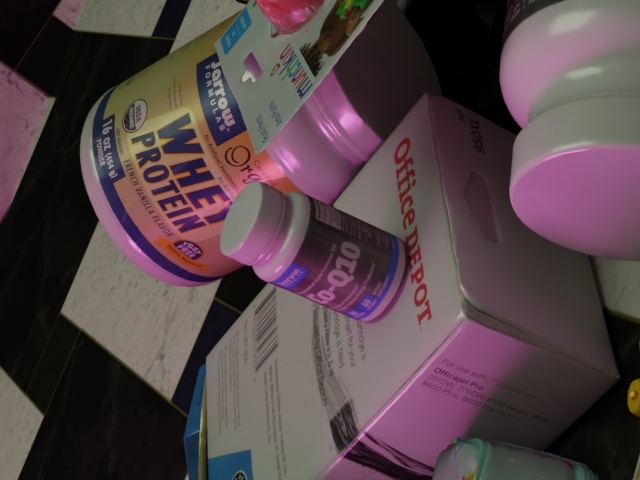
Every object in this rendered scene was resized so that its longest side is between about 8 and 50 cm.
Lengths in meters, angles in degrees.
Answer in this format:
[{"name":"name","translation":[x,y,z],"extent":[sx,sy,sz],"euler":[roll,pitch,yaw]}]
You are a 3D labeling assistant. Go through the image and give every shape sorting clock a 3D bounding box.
[{"name":"shape sorting clock","translation":[-0.108,0.218,1.659],"extent":[0.206,0.040,0.206],"euler":[-2,-90,-86]}]

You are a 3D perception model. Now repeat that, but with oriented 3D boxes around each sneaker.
[{"name":"sneaker","translation":[0.125,-0.237,1.712],"extent":[0.146,0.122,0.331],"euler":[-112,47,-81]}]

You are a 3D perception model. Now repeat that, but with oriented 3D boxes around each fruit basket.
[{"name":"fruit basket","translation":[0.026,-0.263,1.310],"extent":[0.353,0.165,0.327],"euler":[-46,22,11]}]

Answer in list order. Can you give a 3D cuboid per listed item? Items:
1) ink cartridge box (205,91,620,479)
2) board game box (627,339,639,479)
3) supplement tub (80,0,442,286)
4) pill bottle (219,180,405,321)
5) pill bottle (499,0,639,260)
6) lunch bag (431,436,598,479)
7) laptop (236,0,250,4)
[{"name":"ink cartridge box","translation":[0.063,0.112,1.432],"extent":[0.395,0.166,0.285],"euler":[-50,29,34]},{"name":"board game box","translation":[0.283,0.236,0.998],"extent":[0.390,0.050,0.390],"euler":[-7,62,64]},{"name":"supplement tub","translation":[-0.058,-0.108,1.591],"extent":[0.316,0.228,0.228],"euler":[-26,43,32]},{"name":"pill bottle","translation":[-0.007,0.007,1.293],"extent":[0.078,0.137,0.078],"euler":[-46,31,38]},{"name":"pill bottle","translation":[0.250,-0.183,1.248],"extent":[0.210,0.210,0.363],"euler":[-31,42,54]},{"name":"lunch bag","translation":[0.118,0.261,1.162],"extent":[0.279,0.107,0.224],"euler":[93,-169,-80]},{"name":"laptop","translation":[0.043,-0.356,1.658],"extent":[0.264,0.136,0.234],"euler":[16,68,31]}]
